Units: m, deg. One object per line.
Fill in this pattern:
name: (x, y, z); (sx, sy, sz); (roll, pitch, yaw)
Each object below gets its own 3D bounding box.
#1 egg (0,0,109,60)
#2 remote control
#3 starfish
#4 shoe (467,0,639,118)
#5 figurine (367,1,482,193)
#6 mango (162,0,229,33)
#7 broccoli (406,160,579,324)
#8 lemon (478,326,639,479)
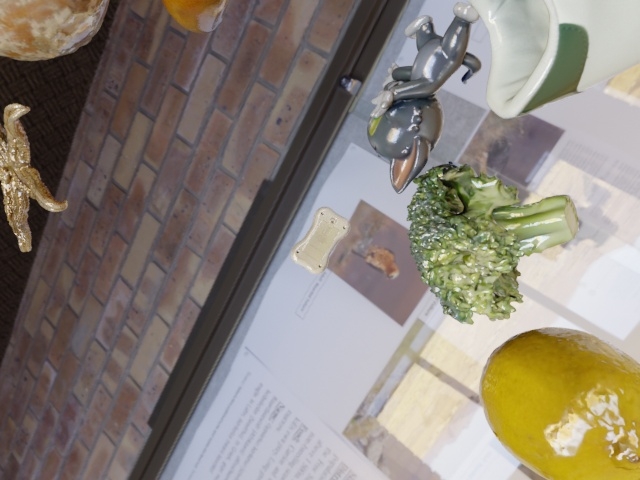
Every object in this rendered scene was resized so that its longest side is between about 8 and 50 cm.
egg: (-0.376, -0.329, 0.574); (0.195, 0.233, 0.195); (-11, 90, -74)
remote control: (0.000, 0.000, 0.842); (0.122, 0.074, 0.032); (-56, -177, -10)
starfish: (-0.667, -0.149, 0.952); (0.094, 0.327, 0.375); (-52, 138, -62)
shoe: (0.103, -0.246, 0.277); (0.160, 0.132, 0.363); (-35, 113, 5)
figurine: (0.158, -0.236, 0.712); (0.265, 0.140, 0.193); (-49, -155, 28)
mango: (-0.278, -0.540, 0.991); (0.221, 0.152, 0.120); (-14, -121, 68)
broccoli: (0.302, 0.001, 0.874); (0.317, 0.338, 0.277); (-47, -162, 50)
lemon: (0.376, 0.251, 0.700); (0.236, 0.263, 0.236); (-15, 121, -27)
